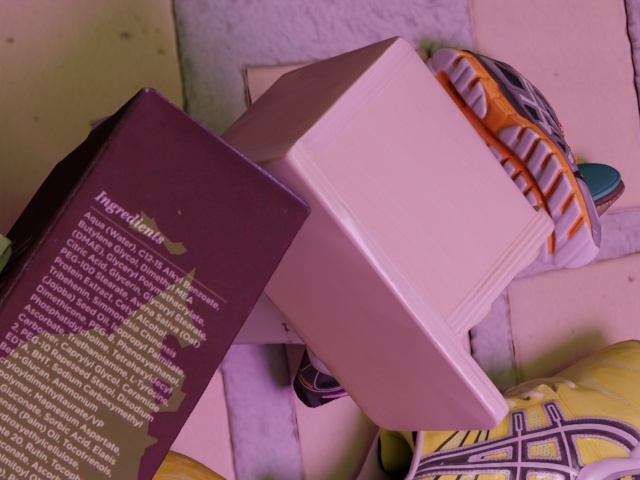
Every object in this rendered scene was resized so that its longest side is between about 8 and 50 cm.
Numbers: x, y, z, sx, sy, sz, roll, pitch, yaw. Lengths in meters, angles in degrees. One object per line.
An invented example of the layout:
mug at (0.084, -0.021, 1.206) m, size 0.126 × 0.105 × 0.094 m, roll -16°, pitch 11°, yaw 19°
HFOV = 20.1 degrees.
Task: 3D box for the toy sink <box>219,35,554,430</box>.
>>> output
toy sink at (0.049, -0.001, 1.200) m, size 0.131 × 0.153 × 0.234 m, roll -47°, pitch 108°, yaw -26°

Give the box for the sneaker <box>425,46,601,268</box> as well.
sneaker at (0.166, -0.072, 1.435) m, size 0.083 × 0.084 × 0.215 m, roll -5°, pitch 57°, yaw -44°

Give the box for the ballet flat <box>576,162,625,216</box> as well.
ballet flat at (0.165, -0.009, 1.487) m, size 0.206 × 0.073 × 0.067 m, roll -17°, pitch 122°, yaw -29°

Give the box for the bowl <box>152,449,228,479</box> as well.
bowl at (-0.123, 0.276, 1.206) m, size 0.290 × 0.156 × 0.289 m, roll 3°, pitch 83°, yaw -25°

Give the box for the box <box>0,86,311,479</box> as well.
box at (-0.178, 0.110, 1.084) m, size 0.143 × 0.191 × 0.381 m, roll 35°, pitch 66°, yaw -13°

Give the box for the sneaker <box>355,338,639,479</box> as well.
sneaker at (0.134, 0.170, 1.400) m, size 0.385 × 0.145 × 0.147 m, roll -34°, pitch 98°, yaw -33°

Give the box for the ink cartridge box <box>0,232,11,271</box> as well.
ink cartridge box at (-0.367, -0.028, 1.055) m, size 0.306 × 0.226 × 0.131 m, roll 40°, pitch 67°, yaw -22°

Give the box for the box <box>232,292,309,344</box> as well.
box at (0.000, 0.000, 1.335) m, size 0.170 × 0.130 × 0.091 m, roll -31°, pitch 103°, yaw -30°

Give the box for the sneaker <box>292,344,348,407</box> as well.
sneaker at (0.037, 0.079, 1.396) m, size 0.178 × 0.077 × 0.072 m, roll -13°, pitch 54°, yaw -47°
